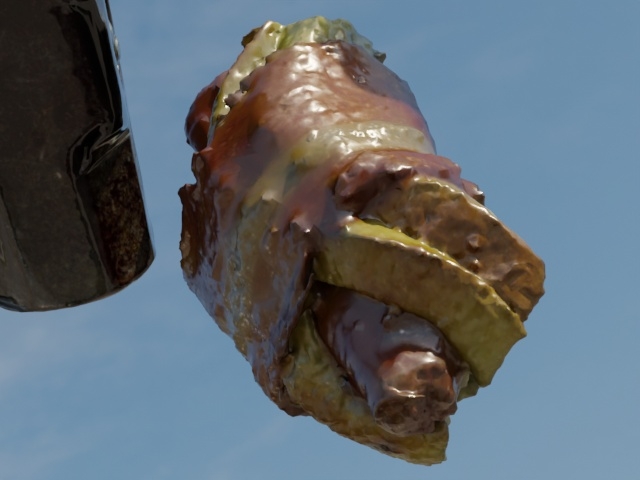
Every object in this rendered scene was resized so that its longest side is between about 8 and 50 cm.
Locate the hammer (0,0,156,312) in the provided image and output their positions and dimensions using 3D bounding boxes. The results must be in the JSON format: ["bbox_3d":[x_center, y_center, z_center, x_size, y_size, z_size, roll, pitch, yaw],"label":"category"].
[{"bbox_3d":[-0.282,-0.059,0.844,0.409,0.095,0.242,-11,-56,2],"label":"hammer"}]

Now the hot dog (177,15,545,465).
[{"bbox_3d":[0.000,0.000,0.813,0.103,0.213,0.146,5,-60,-32],"label":"hot dog"}]
